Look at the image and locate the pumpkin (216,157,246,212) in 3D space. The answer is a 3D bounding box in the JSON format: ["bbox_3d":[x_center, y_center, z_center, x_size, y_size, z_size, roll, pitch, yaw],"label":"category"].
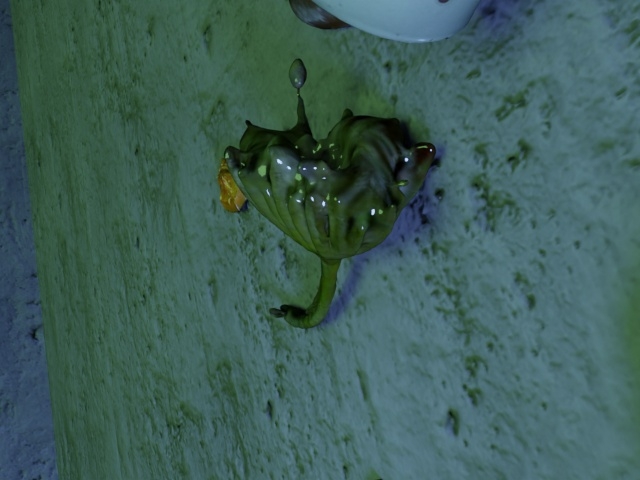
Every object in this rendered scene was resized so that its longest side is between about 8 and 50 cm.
[{"bbox_3d":[-0.138,-0.093,1.130,0.073,0.035,0.101,11,98,54],"label":"pumpkin"}]

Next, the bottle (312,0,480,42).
[{"bbox_3d":[0.105,-0.360,0.567,0.229,0.229,0.351,67,148,31],"label":"bottle"}]

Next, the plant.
[{"bbox_3d":[0.028,-0.012,0.855,0.251,0.180,0.333,35,153,44],"label":"plant"}]

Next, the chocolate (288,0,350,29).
[{"bbox_3d":[0.000,-0.387,0.868,0.157,0.080,0.254,16,104,56],"label":"chocolate"}]

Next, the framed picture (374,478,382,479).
[{"bbox_3d":[0.077,0.365,0.827,0.109,0.011,0.149,41,124,50],"label":"framed picture"}]
